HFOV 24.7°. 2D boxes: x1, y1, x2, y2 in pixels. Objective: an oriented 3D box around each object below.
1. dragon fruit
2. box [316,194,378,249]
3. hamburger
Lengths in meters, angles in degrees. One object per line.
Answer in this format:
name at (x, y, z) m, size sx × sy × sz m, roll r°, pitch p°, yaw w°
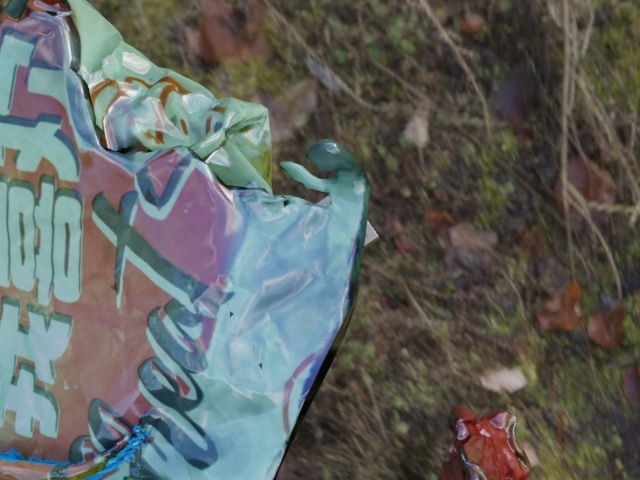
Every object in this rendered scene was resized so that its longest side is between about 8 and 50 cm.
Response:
dragon fruit at (0.225, 0.372, 1.643) m, size 0.228 × 0.286 × 0.329 m, roll 13°, pitch 92°, yaw -13°
box at (0.000, 0.000, 1.203) m, size 0.083 × 0.024 × 0.053 m, roll -35°, pitch 82°, yaw -4°
hamburger at (-0.107, 0.024, 0.696) m, size 0.276 × 0.150 × 0.260 m, roll 37°, pitch 98°, yaw 16°
